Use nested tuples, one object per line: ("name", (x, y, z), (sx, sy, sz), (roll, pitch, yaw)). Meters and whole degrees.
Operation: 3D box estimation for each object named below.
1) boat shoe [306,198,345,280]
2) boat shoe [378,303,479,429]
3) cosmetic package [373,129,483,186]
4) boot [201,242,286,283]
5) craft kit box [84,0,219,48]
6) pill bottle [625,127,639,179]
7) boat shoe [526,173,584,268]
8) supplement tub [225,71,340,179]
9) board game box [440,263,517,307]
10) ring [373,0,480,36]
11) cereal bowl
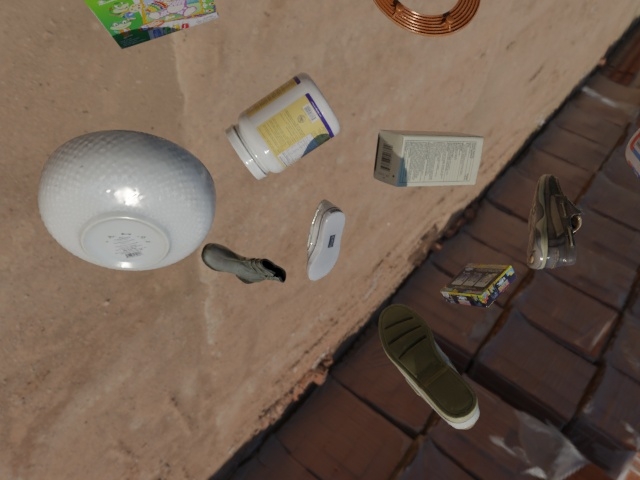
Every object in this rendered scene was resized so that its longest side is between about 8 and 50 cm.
("boat shoe", (0.000, 0.000, 1.587), (0.096, 0.088, 0.268), (-14, 135, -27))
("boat shoe", (0.218, 0.267, 1.120), (0.113, 0.302, 0.103), (-28, 137, -4))
("cosmetic package", (0.318, -0.244, 1.566), (0.296, 0.129, 0.153), (-3, 109, -27))
("boot", (-0.225, 0.066, 1.616), (0.246, 0.161, 0.083), (32, 61, -44))
("craft kit box", (-0.359, -0.524, 1.142), (0.249, 0.061, 0.246), (-20, 173, -3))
("pill bottle", (0.543, -0.076, 0.747), (0.124, 0.222, 0.124), (-5, 140, -4))
("boat shoe", (0.653, -0.048, 1.476), (0.132, 0.130, 0.355), (83, 23, -47))
("supplement tub", (-0.126, -0.377, 1.780), (0.331, 0.241, 0.241), (-33, 156, 5))
("board game box", (0.453, 0.127, 1.530), (0.141, 0.170, 0.048), (-37, 106, -22))
("ring", (0.275, -0.693, 1.393), (0.337, 0.336, 0.032), (-50, -178, -18))
("cereal bowl", (-0.376, -0.046, 1.046), (0.338, 0.141, 0.339), (-6, 141, -5))
